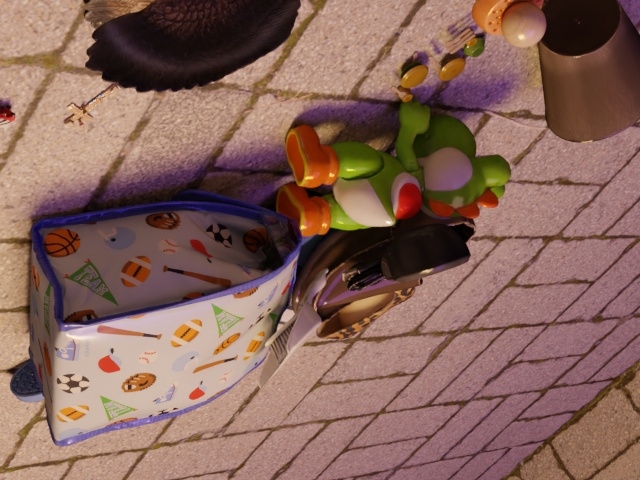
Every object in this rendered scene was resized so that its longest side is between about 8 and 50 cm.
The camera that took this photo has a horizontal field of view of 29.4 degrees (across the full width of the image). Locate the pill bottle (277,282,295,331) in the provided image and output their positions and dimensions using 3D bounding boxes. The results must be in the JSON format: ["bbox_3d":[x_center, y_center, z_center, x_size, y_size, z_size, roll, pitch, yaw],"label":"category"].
[{"bbox_3d":[-0.083,0.102,2.097,0.108,0.108,0.180,-40,150,19],"label":"pill bottle"}]

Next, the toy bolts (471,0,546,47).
[{"bbox_3d":[0.297,-0.380,1.597,0.218,0.158,0.228,-24,152,-9],"label":"toy bolts"}]

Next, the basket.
[{"bbox_3d":[0.422,-0.282,1.894,0.204,0.154,0.227,-33,148,5],"label":"basket"}]

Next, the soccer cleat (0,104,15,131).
[{"bbox_3d":[-0.407,-0.147,1.470,0.083,0.029,0.035,-2,138,-48],"label":"soccer cleat"}]

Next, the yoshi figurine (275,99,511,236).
[{"bbox_3d":[0.111,-0.114,1.894,0.362,0.203,0.203,-4,174,-21],"label":"yoshi figurine"}]

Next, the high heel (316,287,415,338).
[{"bbox_3d":[0.077,0.107,2.263,0.186,0.093,0.261,-30,162,-12],"label":"high heel"}]

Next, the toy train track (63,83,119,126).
[{"bbox_3d":[-0.291,-0.169,1.556,0.083,0.014,0.048,-35,152,10],"label":"toy train track"}]

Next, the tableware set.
[{"bbox_3d":[0.175,-0.263,1.827,0.154,0.024,0.104,-38,154,13],"label":"tableware set"}]

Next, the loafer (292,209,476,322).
[{"bbox_3d":[0.113,0.025,2.041,0.366,0.130,0.134,-36,146,-15],"label":"loafer"}]

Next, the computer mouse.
[{"bbox_3d":[0.141,0.019,1.868,0.189,0.072,0.272,-17,180,-11],"label":"computer mouse"}]

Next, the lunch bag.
[{"bbox_3d":[-0.232,0.103,1.830,0.386,0.239,0.328,-10,146,-20],"label":"lunch bag"}]

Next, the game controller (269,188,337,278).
[{"bbox_3d":[0.000,0.000,2.050,0.166,0.067,0.319,-41,151,22],"label":"game controller"}]

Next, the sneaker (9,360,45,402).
[{"bbox_3d":[-0.395,0.216,2.024,0.232,0.081,0.090,-24,145,-12],"label":"sneaker"}]

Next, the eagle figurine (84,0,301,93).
[{"bbox_3d":[-0.114,-0.283,1.361,0.298,0.225,0.226,-46,160,9],"label":"eagle figurine"}]

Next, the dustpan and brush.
[{"bbox_3d":[-0.033,0.123,1.898,0.211,0.060,0.147,-45,175,-35],"label":"dustpan and brush"}]
